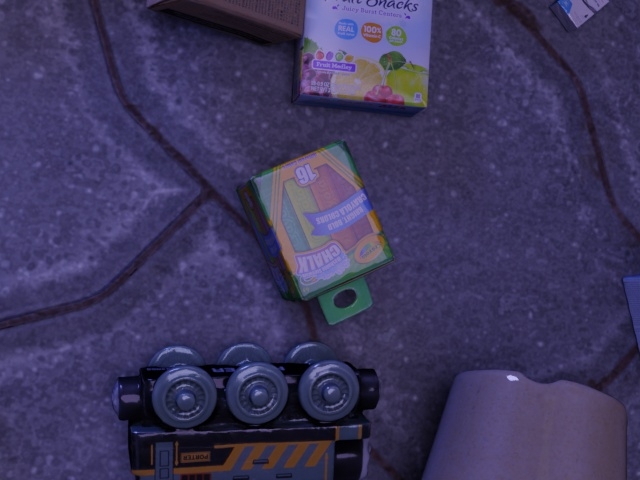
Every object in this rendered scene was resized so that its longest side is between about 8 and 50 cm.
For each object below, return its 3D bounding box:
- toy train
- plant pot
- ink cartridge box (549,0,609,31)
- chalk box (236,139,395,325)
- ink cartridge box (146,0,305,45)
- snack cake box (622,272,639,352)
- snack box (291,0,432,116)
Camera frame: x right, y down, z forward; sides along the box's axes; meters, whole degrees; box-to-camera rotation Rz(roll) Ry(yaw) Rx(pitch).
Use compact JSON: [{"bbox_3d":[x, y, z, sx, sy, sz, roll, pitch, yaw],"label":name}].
[{"bbox_3d":[-0.089,0.230,1.240,0.333,0.142,0.190,0,99,-15],"label":"toy train"},{"bbox_3d":[0.248,0.333,1.234,0.333,0.334,0.305,18,72,-12],"label":"plant pot"},{"bbox_3d":[0.375,-0.342,1.429,0.083,0.028,0.048,-40,96,-13],"label":"ink cartridge box"},{"bbox_3d":[0.000,0.000,1.268,0.132,0.132,0.213,-25,92,-13],"label":"chalk box"},{"bbox_3d":[-0.108,-0.382,1.248,0.193,0.088,0.235,10,83,-42],"label":"ink cartridge box"},{"bbox_3d":[0.517,0.108,1.315,0.089,0.264,0.152,-12,90,-14],"label":"snack cake box"},{"bbox_3d":[0.056,-0.279,1.330,0.174,0.070,0.207,4,84,-12],"label":"snack box"}]
